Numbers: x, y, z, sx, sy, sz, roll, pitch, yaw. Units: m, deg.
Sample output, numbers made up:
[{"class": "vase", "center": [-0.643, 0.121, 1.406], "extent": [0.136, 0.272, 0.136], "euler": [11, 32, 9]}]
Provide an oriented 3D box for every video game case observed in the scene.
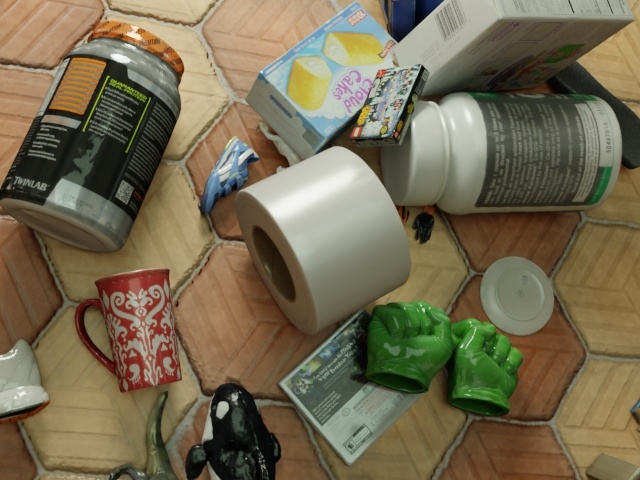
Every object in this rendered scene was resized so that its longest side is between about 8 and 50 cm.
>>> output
[{"class": "video game case", "center": [0.056, 0.233, 1.288], "extent": [0.190, 0.022, 0.173], "euler": [-40, 89, -18]}]

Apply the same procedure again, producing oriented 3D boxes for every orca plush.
[{"class": "orca plush", "center": [-0.116, 0.354, 1.158], "extent": [0.151, 0.102, 0.287], "euler": [17, 72, -24]}]

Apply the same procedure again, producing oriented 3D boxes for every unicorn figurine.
[{"class": "unicorn figurine", "center": [-0.054, -0.170, 1.342], "extent": [0.111, 0.060, 0.162], "euler": [37, 72, 0]}]

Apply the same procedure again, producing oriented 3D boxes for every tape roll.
[{"class": "tape roll", "center": [0.000, 0.000, 1.216], "extent": [0.169, 0.246, 0.246], "euler": [-27, 84, -19]}]

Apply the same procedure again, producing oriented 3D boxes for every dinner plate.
[{"class": "dinner plate", "center": [0.347, 0.095, 1.397], "extent": [0.141, 0.017, 0.141], "euler": [4, 74, -14]}]

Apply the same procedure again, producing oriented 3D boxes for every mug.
[{"class": "mug", "center": [-0.280, 0.139, 1.203], "extent": [0.113, 0.150, 0.169], "euler": [-4, 79, -52]}]

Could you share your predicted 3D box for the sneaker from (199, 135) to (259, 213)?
[{"class": "sneaker", "center": [-0.151, -0.101, 1.306], "extent": [0.059, 0.053, 0.144], "euler": [30, 72, -7]}]

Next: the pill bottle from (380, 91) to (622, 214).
[{"class": "pill bottle", "center": [0.298, -0.146, 1.346], "extent": [0.360, 0.204, 0.204], "euler": [-2, 77, -14]}]

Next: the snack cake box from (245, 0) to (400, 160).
[{"class": "snack cake box", "center": [0.021, -0.269, 1.342], "extent": [0.152, 0.089, 0.264], "euler": [44, 57, 2]}]

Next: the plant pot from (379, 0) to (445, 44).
[{"class": "plant pot", "center": [0.201, -0.478, 1.387], "extent": [0.212, 0.236, 0.236], "euler": [-15, 79, 3]}]

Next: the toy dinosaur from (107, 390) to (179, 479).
[{"class": "toy dinosaur", "center": [-0.247, 0.366, 1.162], "extent": [0.118, 0.064, 0.268], "euler": [-10, 77, -32]}]

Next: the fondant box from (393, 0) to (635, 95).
[{"class": "fondant box", "center": [0.322, -0.345, 1.339], "extent": [0.330, 0.238, 0.096], "euler": [-9, 76, -34]}]

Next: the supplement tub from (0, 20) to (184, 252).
[{"class": "supplement tub", "center": [-0.331, -0.156, 1.202], "extent": [0.193, 0.193, 0.316], "euler": [22, 73, -7]}]

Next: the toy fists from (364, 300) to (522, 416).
[{"class": "toy fists", "center": [0.202, 0.180, 1.286], "extent": [0.279, 0.096, 0.142], "euler": [18, 61, -16]}]

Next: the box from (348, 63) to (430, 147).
[{"class": "box", "center": [0.108, -0.212, 1.260], "extent": [0.027, 0.093, 0.137], "euler": [36, 68, -38]}]

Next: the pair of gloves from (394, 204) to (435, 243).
[{"class": "pair of gloves", "center": [0.158, -0.035, 1.386], "extent": [0.083, 0.010, 0.074], "euler": [16, 72, -12]}]

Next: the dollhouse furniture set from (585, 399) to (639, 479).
[{"class": "dollhouse furniture set", "center": [0.631, 0.345, 1.259], "extent": [0.198, 0.286, 0.303], "euler": [44, 82, 0]}]

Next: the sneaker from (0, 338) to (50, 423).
[{"class": "sneaker", "center": [-0.526, 0.211, 1.124], "extent": [0.262, 0.099, 0.121], "euler": [-9, 71, -23]}]

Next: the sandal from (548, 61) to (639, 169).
[{"class": "sandal", "center": [0.526, -0.239, 1.511], "extent": [0.097, 0.054, 0.255], "euler": [-28, 75, -26]}]
